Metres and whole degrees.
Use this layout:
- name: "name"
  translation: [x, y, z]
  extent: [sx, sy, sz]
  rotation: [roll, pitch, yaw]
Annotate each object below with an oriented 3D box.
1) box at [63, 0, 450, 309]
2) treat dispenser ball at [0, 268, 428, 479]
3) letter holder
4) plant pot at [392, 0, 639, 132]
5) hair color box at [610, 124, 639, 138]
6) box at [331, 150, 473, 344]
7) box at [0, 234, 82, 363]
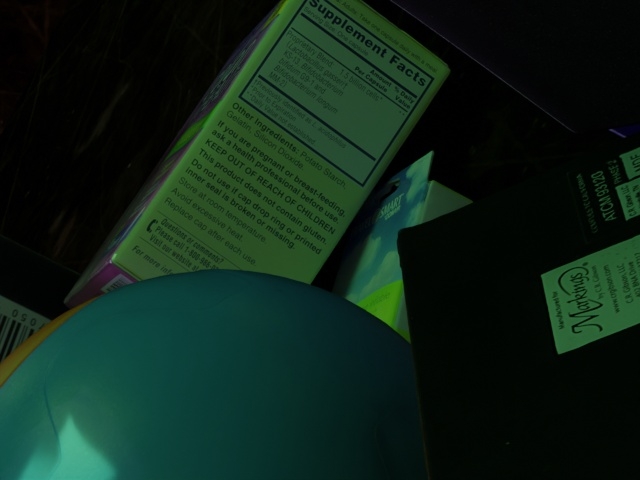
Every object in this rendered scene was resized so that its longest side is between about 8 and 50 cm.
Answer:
- name: "box"
  translation: [-0.050, -0.035, 1.373]
  extent: [0.243, 0.117, 0.213]
  rotation: [-56, 8, -15]
- name: "treat dispenser ball"
  translation: [-0.052, 0.158, 0.988]
  extent: [0.288, 0.288, 0.288]
  rotation: [-50, 23, 31]
- name: "letter holder"
  translation: [0.149, 0.124, 0.779]
  extent: [0.152, 0.214, 0.302]
  rotation: [-23, 28, 11]
- name: "plant pot"
  translation: [0.137, -0.161, 0.785]
  extent: [0.167, 0.187, 0.188]
  rotation: [7, 70, 52]
- name: "hair color box"
  translation: [0.177, -0.189, 1.130]
  extent: [0.185, 0.110, 0.339]
  rotation: [-58, 22, 17]
- name: "box"
  translation: [0.041, 0.043, 1.262]
  extent: [0.109, 0.042, 0.178]
  rotation: [-33, 36, 55]
- name: "box"
  translation: [-0.299, 0.170, 1.576]
  extent: [0.395, 0.293, 0.212]
  rotation: [-33, 35, 54]
